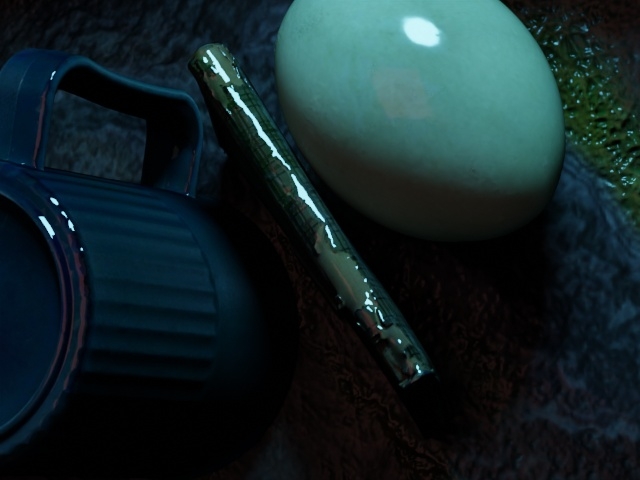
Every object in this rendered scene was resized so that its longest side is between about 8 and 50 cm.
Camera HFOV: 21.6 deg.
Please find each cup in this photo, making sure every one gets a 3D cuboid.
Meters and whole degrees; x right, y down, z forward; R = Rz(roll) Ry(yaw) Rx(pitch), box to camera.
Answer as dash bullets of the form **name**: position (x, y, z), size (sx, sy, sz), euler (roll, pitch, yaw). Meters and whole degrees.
- **cup**: position (-0.173, 0.041, 1.284), size (0.242, 0.292, 0.308), euler (41, 103, 25)

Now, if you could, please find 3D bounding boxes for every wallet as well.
- **wallet**: position (0.001, -0.001, 1.274), size (0.044, 0.169, 0.317), euler (-33, 68, -4)

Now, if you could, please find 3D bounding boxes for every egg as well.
- **egg**: position (0.073, -0.103, 1.234), size (0.253, 0.186, 0.186), euler (44, 104, 27)
